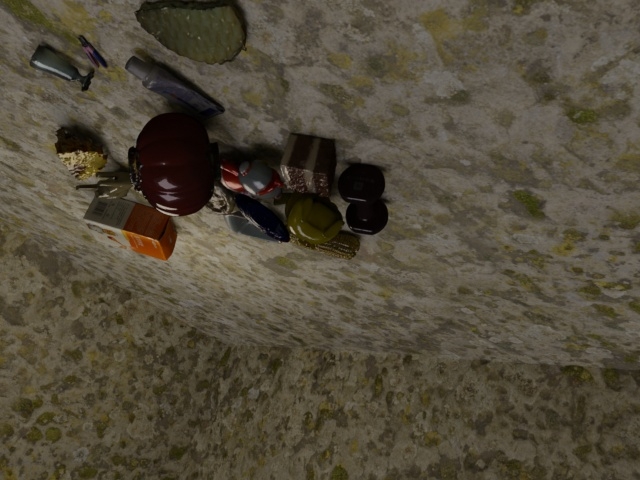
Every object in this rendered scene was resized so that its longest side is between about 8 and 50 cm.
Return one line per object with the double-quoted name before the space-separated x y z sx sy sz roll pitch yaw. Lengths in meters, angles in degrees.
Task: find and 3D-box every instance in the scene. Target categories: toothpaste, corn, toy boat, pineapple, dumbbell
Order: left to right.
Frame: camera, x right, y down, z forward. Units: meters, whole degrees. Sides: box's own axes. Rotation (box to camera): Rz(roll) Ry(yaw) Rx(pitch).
"pineapple" -0.830 -0.324 2.011 0.139 0.164 0.250 -21 160 -8
"toothpaste" -0.399 -0.410 1.578 0.282 0.069 0.099 26 -174 -40
"toy boat" -0.211 -0.081 1.939 0.219 0.072 0.318 45 172 -23
"corn" 0.000 0.000 2.110 0.291 0.101 0.101 15 155 1
"dumbbell" 0.132 -0.120 1.742 0.140 0.124 0.225 9 154 16

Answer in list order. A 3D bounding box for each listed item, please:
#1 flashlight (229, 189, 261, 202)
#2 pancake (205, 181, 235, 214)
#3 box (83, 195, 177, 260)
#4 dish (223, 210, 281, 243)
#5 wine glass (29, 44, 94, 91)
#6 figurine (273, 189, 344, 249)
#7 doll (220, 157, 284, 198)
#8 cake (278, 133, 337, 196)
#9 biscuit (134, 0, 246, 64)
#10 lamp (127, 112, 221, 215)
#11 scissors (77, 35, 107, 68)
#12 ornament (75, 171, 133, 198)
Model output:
"flashlight" -0.293 -0.160 2.031 0.200 0.048 0.093 2 151 29
"pancake" -0.385 -0.168 2.001 0.236 0.042 0.223 10 139 46
"box" -0.800 -0.055 2.470 0.341 0.144 0.225 18 155 2
"dish" -0.250 -0.070 2.170 0.234 0.064 0.154 13 155 8
"wine glass" -0.725 -0.481 1.624 0.155 0.072 0.072 25 154 -16
"figurine" -0.029 -0.075 1.827 0.218 0.169 0.327 38 -170 -16
"doll" -0.220 -0.197 1.795 0.336 0.105 0.199 16 161 50
"cake" -0.034 -0.212 1.650 0.147 0.135 0.135 7 152 7
"biscuit" -0.286 -0.487 1.360 0.273 0.036 0.187 8 154 19
"lamp" -0.423 -0.221 1.692 0.256 0.303 0.303 -5 158 -11
"scissors" -0.619 -0.507 1.564 0.039 0.012 0.113 9 154 18
"ornament" -0.794 -0.200 2.198 0.230 0.061 0.244 -20 172 34
